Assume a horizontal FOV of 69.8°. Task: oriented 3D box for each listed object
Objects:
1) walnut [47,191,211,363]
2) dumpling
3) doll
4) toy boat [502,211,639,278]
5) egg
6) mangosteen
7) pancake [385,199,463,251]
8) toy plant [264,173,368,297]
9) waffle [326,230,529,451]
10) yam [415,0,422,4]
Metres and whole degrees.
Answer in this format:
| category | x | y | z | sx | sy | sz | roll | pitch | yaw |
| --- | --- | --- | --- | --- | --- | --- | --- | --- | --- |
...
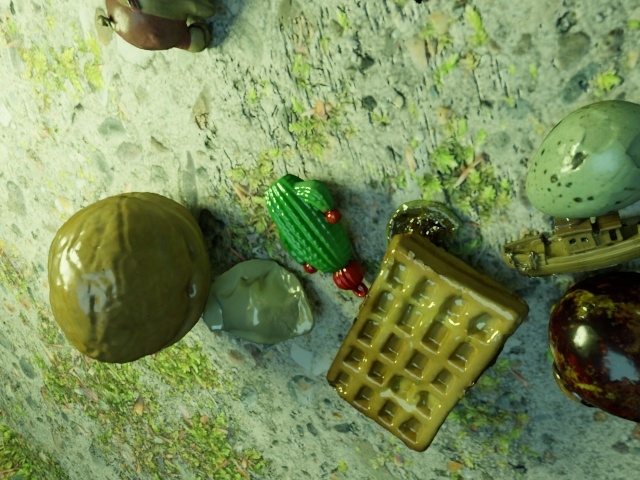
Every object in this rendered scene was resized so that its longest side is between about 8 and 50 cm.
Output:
| category | x | y | z | sx | sy | sz | roll | pitch | yaw |
| --- | --- | --- | --- | --- | --- | --- | --- | --- | --- |
| walnut | -0.361 | 0.073 | 0.881 | 0.333 | 0.333 | 0.332 | 12 | 117 | 24 |
| dumpling | -0.116 | 0.119 | 0.897 | 0.216 | 0.126 | 0.166 | -1 | 84 | 44 |
| doll | -0.245 | -0.422 | 0.691 | 0.197 | 0.152 | 0.255 | 9 | 138 | -10 |
| toy boat | 0.349 | -0.003 | 0.607 | 0.206 | 0.064 | 0.072 | -19 | 118 | 33 |
| egg | 0.321 | -0.089 | 0.547 | 0.131 | 0.131 | 0.164 | 47 | 131 | 3 |
| mangosteen | 0.391 | 0.145 | 0.604 | 0.192 | 0.192 | 0.217 | 31 | 155 | 13 |
| pancake | 0.159 | -0.005 | 0.739 | 0.116 | 0.023 | 0.129 | 22 | 116 | 18 |
| toy plant | -0.012 | -0.005 | 0.796 | 0.155 | 0.088 | 0.240 | 2 | 124 | 41 |
| waffle | 0.155 | 0.166 | 0.737 | 0.224 | 0.098 | 0.327 | 30 | 120 | 15 |
| yam | 0.096 | -0.370 | 0.604 | 0.129 | 0.027 | 0.033 | 49 | 126 | 0 |
